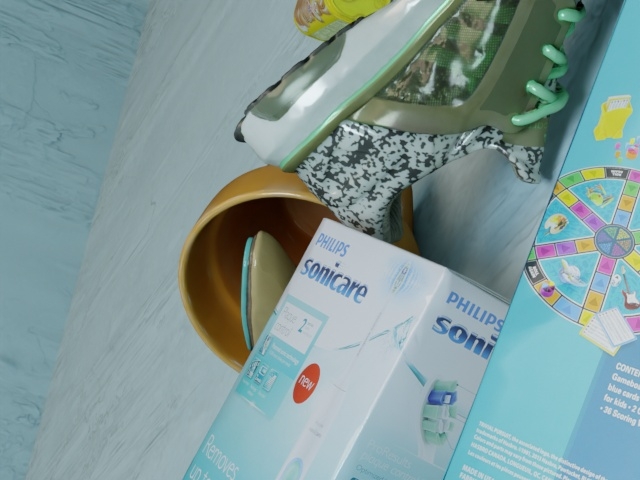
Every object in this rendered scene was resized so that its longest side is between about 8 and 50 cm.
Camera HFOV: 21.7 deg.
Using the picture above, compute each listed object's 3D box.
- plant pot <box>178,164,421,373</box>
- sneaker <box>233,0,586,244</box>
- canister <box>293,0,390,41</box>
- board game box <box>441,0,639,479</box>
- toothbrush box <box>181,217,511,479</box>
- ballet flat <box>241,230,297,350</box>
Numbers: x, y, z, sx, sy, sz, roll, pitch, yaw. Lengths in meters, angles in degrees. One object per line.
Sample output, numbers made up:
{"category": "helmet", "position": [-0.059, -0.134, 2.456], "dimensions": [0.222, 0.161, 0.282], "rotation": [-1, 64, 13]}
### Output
{"category": "plant pot", "position": [0.000, 0.000, 1.468], "dimensions": [0.205, 0.205, 0.188], "rotation": [-58, 4, 34]}
{"category": "sneaker", "position": [0.139, -0.137, 1.262], "dimensions": [0.410, 0.182, 0.158], "rotation": [-36, 2, 23]}
{"category": "canister", "position": [0.031, -0.300, 1.927], "dimensions": [0.170, 0.073, 0.126], "rotation": [172, 118, -74]}
{"category": "board game box", "position": [0.215, 0.015, 0.767], "dimensions": [0.254, 0.079, 0.336], "rotation": [21, 89, 52]}
{"category": "toothbrush box", "position": [0.021, 0.152, 1.185], "dimensions": [0.295, 0.126, 0.216], "rotation": [-60, 24, -1]}
{"category": "ballet flat", "position": [-0.027, 0.086, 1.374], "dimensions": [0.080, 0.073, 0.232], "rotation": [-78, -7, -47]}
